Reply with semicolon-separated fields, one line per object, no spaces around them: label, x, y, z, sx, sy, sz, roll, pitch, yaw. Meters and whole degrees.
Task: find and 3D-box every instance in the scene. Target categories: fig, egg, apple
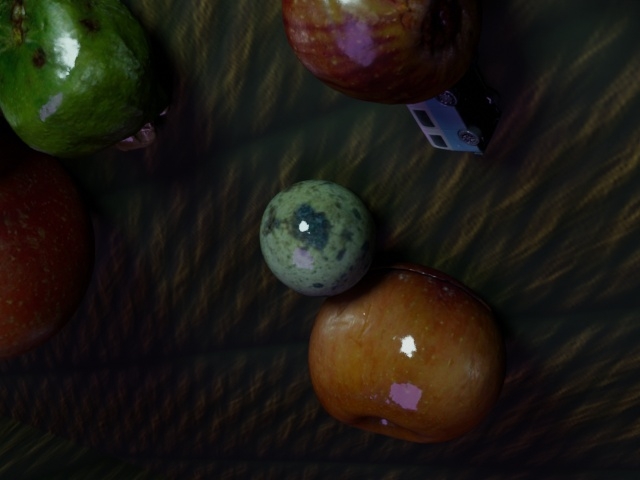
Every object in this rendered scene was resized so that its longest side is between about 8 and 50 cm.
fig;0.029;-0.209;0.875;0.207;0.175;0.175;30;157;36
egg;0.000;0.000;1.239;0.141;0.141;0.181;16;167;18
apple;-0.496;-0.001;1.433;0.348;0.348;0.277;17;136;17
apple;0.111;0.158;1.336;0.272;0.206;0.251;7;149;29
fig;-0.244;-0.190;1.144;0.235;0.203;0.203;3;173;-44

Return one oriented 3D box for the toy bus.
toy bus;0.120;-0.144;0.990;0.075;0.060;0.123;5;147;39

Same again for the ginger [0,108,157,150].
ginger;-0.368;-0.184;1.310;0.334;0.081;0.148;11;163;28
